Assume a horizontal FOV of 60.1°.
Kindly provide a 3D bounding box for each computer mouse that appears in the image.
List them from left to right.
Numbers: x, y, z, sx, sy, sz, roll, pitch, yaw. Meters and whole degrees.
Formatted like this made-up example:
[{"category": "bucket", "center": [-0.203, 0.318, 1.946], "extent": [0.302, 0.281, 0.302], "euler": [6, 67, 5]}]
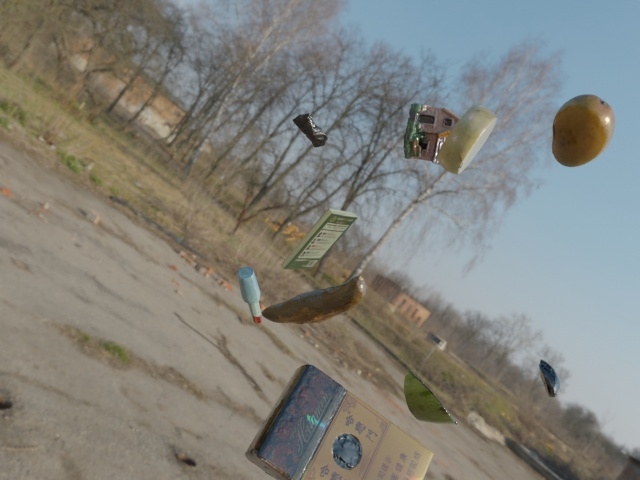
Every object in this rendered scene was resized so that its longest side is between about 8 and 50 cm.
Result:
[{"category": "computer mouse", "center": [0.685, 0.410, 1.650], "extent": [0.135, 0.047, 0.079], "euler": [-80, 154, -64]}]

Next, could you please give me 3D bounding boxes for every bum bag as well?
[{"category": "bum bag", "center": [-0.027, -0.324, 1.629], "extent": [0.124, 0.057, 0.034], "euler": [43, 32, -34]}]

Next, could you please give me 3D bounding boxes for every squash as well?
[{"category": "squash", "center": [0.320, 0.509, 1.683], "extent": [0.192, 0.085, 0.184], "euler": [53, -7, -14]}]

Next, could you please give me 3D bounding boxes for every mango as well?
[{"category": "mango", "center": [0.705, -0.289, 1.487], "extent": [0.151, 0.120, 0.221], "euler": [2, -41, 22]}]

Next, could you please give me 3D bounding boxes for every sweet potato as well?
[{"category": "sweet potato", "center": [-0.007, 0.182, 1.572], "extent": [0.114, 0.341, 0.092], "euler": [41, 39, -44]}]

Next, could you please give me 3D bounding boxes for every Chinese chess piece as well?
[{"category": "Chinese chess piece", "center": [0.506, -0.350, 1.921], "extent": [0.097, 0.251, 0.251], "euler": [37, -2, 13]}]

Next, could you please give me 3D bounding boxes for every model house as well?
[{"category": "model house", "center": [0.484, -0.433, 2.281], "extent": [0.237, 0.237, 0.202], "euler": [12, 4, 19]}]

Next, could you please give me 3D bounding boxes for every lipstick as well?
[{"category": "lipstick", "center": [-0.254, 0.213, 2.048], "extent": [0.068, 0.061, 0.274], "euler": [4, -45, 10]}]

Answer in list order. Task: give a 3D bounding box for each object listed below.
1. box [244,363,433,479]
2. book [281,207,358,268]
[{"category": "box", "center": [0.050, 0.532, 1.377], "extent": [0.415, 0.264, 0.116], "euler": [39, -31, -6]}, {"category": "book", "center": [0.000, 0.000, 1.925], "extent": [0.027, 0.264, 0.202], "euler": [49, 20, 22]}]
